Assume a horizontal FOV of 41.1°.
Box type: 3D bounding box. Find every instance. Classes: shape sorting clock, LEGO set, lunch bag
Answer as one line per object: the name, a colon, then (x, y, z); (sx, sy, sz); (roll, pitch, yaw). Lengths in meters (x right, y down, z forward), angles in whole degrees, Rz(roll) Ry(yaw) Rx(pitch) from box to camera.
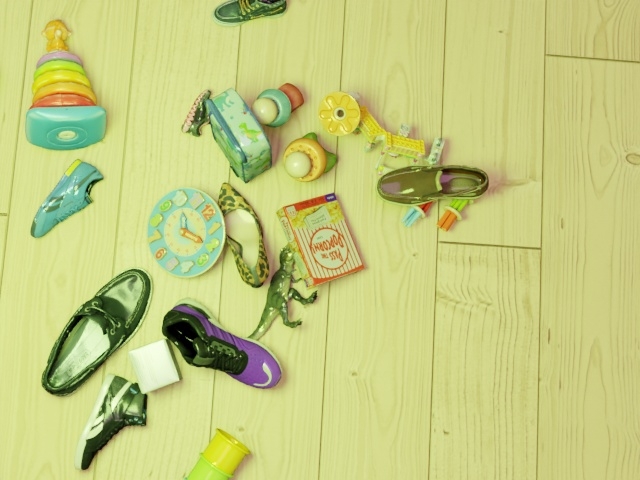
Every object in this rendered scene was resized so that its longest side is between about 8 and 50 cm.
shape sorting clock: (-0.307, -0.018, 1.929); (0.206, 0.040, 0.206); (-1, 86, 19)
LEGO set: (0.142, -0.232, 2.012); (0.287, 0.107, 0.132); (27, 46, 5)
lunch bag: (-0.184, -0.235, 1.912); (0.090, 0.219, 0.176); (-30, 82, -8)

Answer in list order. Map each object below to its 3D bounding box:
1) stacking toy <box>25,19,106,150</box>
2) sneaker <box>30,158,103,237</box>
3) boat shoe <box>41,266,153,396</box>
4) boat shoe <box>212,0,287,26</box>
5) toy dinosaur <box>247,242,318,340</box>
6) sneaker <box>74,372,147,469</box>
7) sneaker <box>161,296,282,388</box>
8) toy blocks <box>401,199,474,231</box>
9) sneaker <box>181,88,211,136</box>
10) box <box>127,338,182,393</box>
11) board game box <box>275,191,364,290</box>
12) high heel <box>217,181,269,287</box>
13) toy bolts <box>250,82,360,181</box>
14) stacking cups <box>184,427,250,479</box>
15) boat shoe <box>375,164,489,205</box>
stacking toy: (-0.595, -0.371, 1.951); (0.175, 0.166, 0.302); (-6, 71, -20)
sneaker: (-0.575, -0.083, 1.940); (0.082, 0.069, 0.209); (34, 81, -2)
boat shoe: (-0.496, 0.198, 1.882); (0.127, 0.113, 0.340); (42, 81, 3)
boat shoe: (-0.169, -0.560, 2.027); (0.183, 0.083, 0.065); (-11, 83, -5)
toy dinosaur: (-0.082, 0.140, 1.945); (0.118, 0.064, 0.268); (21, 82, 17)
sneaker: (-0.449, 0.411, 1.871); (0.121, 0.079, 0.217); (19, 80, 1)
sneaker: (-0.227, 0.248, 1.864); (0.293, 0.146, 0.102); (32, 107, 5)
toy blocks: (0.270, -0.070, 2.000); (0.123, 0.054, 0.148); (39, 81, 3)
sneaker: (-0.280, -0.297, 2.007); (0.057, 0.047, 0.119); (27, 85, -15)
box: (-0.363, 0.276, 1.885); (0.087, 0.101, 0.102); (-21, 85, -7)
board game box: (0.000, 0.000, 1.948); (0.146, 0.045, 0.193); (-19, 83, -34)
high heel: (-0.173, -0.022, 1.897); (0.093, 0.186, 0.261); (-19, 84, -6)
toy bolts: (-0.045, -0.266, 1.918); (0.228, 0.158, 0.218); (43, 115, 3)
stacking cups: (-0.284, 0.562, 1.854); (0.096, 0.096, 0.316); (37, 81, 2)
boat shoe: (0.255, -0.135, 1.933); (0.257, 0.095, 0.095); (-6, 81, -3)
